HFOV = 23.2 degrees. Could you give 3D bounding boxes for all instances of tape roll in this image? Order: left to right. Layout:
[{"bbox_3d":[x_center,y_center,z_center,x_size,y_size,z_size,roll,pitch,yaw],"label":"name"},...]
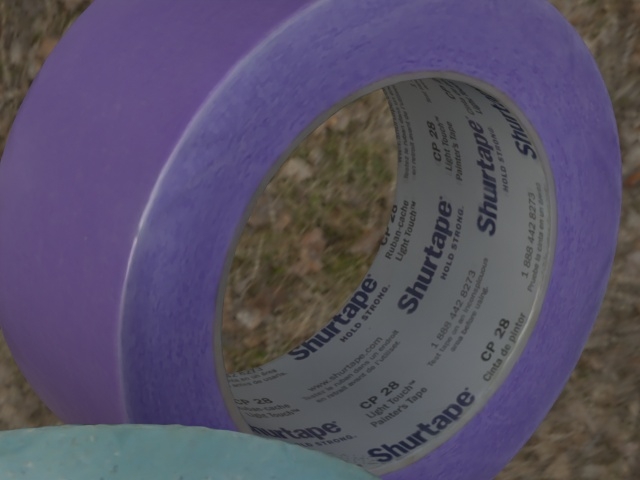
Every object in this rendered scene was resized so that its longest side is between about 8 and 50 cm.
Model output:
[{"bbox_3d":[0.000,0.000,0.485,0.189,0.080,0.189,-16,118,-32],"label":"tape roll"}]

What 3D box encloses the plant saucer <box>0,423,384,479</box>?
[{"bbox_3d":[-0.057,0.114,0.357,0.195,0.195,0.037,4,46,-18],"label":"plant saucer"}]
